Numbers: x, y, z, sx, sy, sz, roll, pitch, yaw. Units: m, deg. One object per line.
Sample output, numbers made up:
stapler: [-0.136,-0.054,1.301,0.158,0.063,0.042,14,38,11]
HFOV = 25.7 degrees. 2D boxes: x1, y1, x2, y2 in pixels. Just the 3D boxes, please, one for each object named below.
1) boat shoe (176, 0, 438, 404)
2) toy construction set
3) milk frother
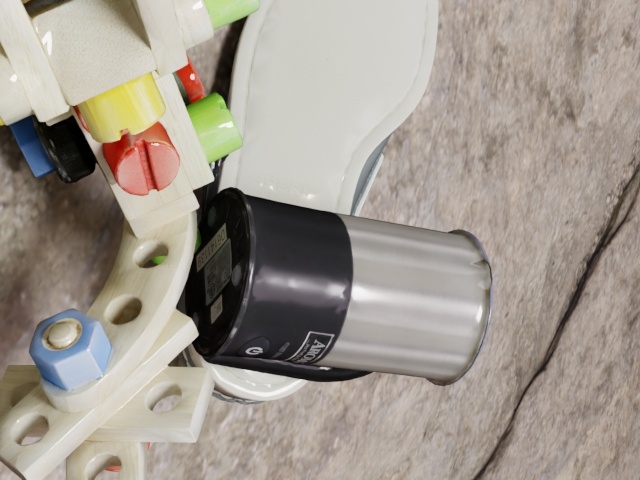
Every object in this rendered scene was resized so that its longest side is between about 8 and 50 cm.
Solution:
boat shoe: [-0.017,-0.055,0.851,0.099,0.116,0.319,151,-43,-69]
toy construction set: [-0.093,-0.048,0.578,0.151,0.215,0.327,-16,133,-18]
milk frother: [0.000,0.000,0.728,0.135,0.129,0.143,10,75,-25]
